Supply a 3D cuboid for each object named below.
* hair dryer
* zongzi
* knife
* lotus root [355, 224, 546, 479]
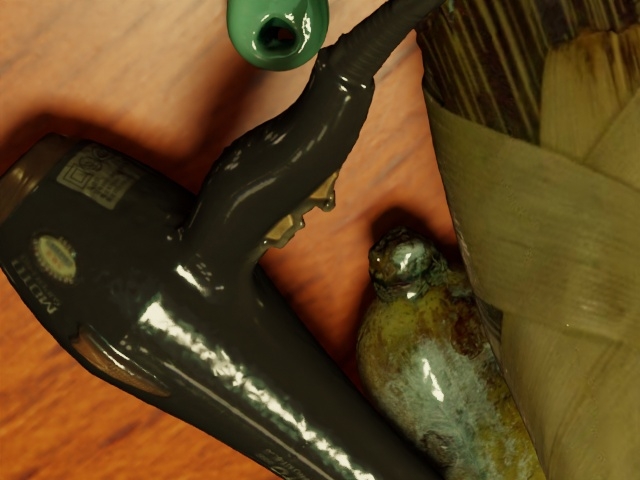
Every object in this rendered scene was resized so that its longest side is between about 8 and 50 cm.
[{"bbox_3d":[0.000,0.000,0.871,0.304,0.120,0.359,41,137,0],"label":"hair dryer"},{"bbox_3d":[0.117,-0.028,0.852,0.154,0.317,0.289,-20,114,22],"label":"zongzi"},{"bbox_3d":[-0.045,-0.214,0.914,0.063,0.034,0.260,-8,107,8],"label":"knife"},{"bbox_3d":[0.079,0.076,1.012,0.113,0.088,0.192,-32,112,-8],"label":"lotus root"}]
